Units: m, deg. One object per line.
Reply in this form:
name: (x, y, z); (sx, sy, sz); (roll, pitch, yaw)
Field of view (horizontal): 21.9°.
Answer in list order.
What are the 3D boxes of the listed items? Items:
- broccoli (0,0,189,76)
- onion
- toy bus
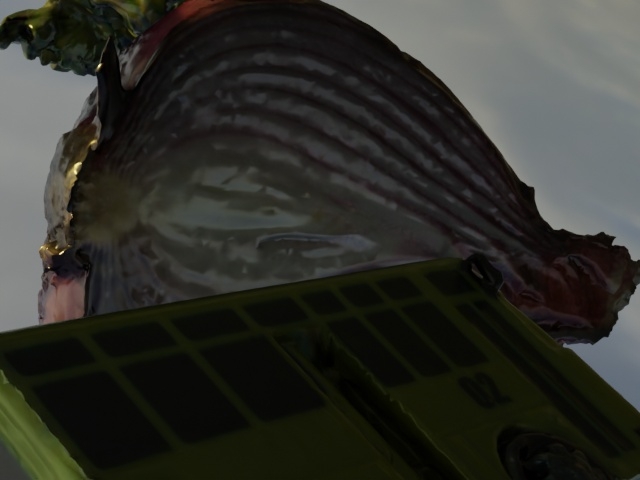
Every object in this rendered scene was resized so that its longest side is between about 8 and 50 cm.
broccoli: (-0.175, -0.219, 1.115); (0.275, 0.198, 0.177); (17, -162, -3)
onion: (0.000, 0.000, 0.962); (0.349, 0.267, 0.159); (13, -171, -24)
toy bus: (-0.007, 0.091, 0.529); (0.150, 0.128, 0.262); (45, -151, 24)
